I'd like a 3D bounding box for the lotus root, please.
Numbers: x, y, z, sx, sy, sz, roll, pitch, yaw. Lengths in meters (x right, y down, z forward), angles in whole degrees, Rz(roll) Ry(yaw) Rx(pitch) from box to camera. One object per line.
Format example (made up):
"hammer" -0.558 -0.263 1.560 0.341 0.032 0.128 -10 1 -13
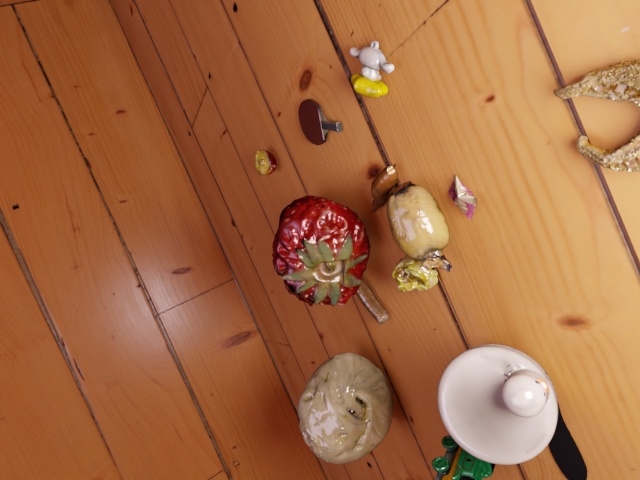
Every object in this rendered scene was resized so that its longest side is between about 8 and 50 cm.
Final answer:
"lotus root" 0.220 -0.024 1.040 0.125 0.118 0.221 156 92 -83

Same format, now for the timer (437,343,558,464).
"timer" 0.351 0.326 0.939 0.233 0.240 0.234 -3 83 29

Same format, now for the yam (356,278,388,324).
"yam" 0.134 0.157 1.464 0.241 0.056 0.057 55 154 24

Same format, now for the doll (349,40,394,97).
"doll" 0.101 -0.374 1.014 0.135 0.071 0.113 60 148 21

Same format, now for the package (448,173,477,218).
"package" 0.285 -0.090 0.946 0.059 0.029 0.083 88 158 -55

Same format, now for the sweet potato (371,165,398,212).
"sweet potato" 0.151 -0.124 1.162 0.056 0.056 0.195 54 158 22

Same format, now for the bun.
"bun" 0.098 0.574 1.592 0.326 0.362 0.234 27 162 -15

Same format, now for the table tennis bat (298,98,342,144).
"table tennis bat" -0.005 -0.330 1.319 0.220 0.019 0.130 30 138 55

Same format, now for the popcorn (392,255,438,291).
"popcorn" 0.230 0.077 1.154 0.109 0.089 0.097 30 127 57

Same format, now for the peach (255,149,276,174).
"peach" -0.191 -0.283 1.691 0.098 0.061 0.098 13 111 40

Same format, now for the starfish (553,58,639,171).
"starfish" 0.427 -0.173 0.541 0.299 0.060 0.302 58 161 30

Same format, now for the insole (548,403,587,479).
"insole" 0.508 0.411 0.997 0.086 0.005 0.253 -9 105 65

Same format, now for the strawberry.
"strawberry" 0.000 0.000 1.382 0.318 0.295 0.345 59 -165 -28

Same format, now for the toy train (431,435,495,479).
"toy train" 0.375 0.587 1.215 0.136 0.227 0.091 -6 109 33
